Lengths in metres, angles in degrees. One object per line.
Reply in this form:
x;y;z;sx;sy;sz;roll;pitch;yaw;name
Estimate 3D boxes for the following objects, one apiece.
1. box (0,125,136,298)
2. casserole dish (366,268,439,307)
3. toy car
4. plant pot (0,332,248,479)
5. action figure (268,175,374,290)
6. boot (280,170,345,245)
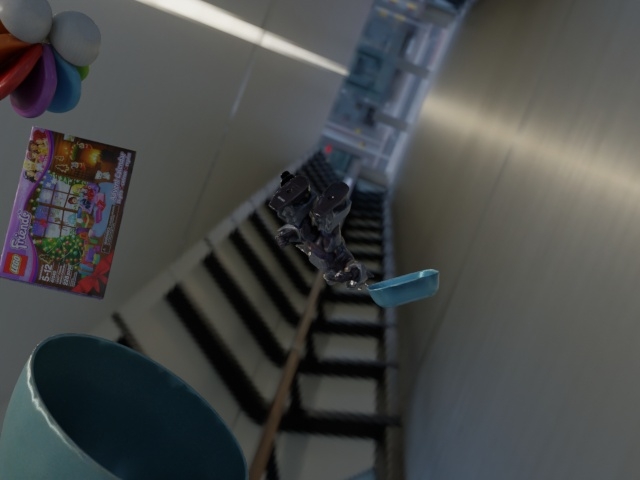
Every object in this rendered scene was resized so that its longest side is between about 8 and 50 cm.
-0.478;-0.050;2.149;0.057;0.201;0.293;156;126;-73;box
0.134;0.077;1.806;0.188;0.114;0.037;-143;38;-89;casserole dish
-0.375;-0.223;1.446;0.159;0.182;0.136;-27;57;34;toy car
-0.257;0.276;1.323;0.195;0.290;0.290;-54;4;15;plant pot
0.000;0.000;1.944;0.099;0.185;0.285;-56;-25;-23;action figure
-0.026;-0.045;2.321;0.077;0.137;0.198;-35;38;1;boot
